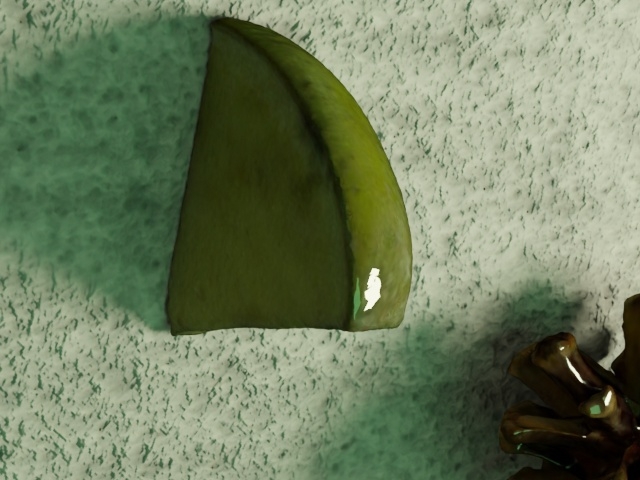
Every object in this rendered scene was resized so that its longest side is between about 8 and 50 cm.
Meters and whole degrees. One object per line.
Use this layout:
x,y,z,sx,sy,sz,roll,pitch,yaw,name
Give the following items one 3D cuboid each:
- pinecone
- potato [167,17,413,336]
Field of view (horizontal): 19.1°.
0.314,0.210,1.669,0.384,0.384,0.384,-16,122,-26,pinecone
0.000,0.000,1.402,0.112,0.255,0.269,-6,118,-30,potato
